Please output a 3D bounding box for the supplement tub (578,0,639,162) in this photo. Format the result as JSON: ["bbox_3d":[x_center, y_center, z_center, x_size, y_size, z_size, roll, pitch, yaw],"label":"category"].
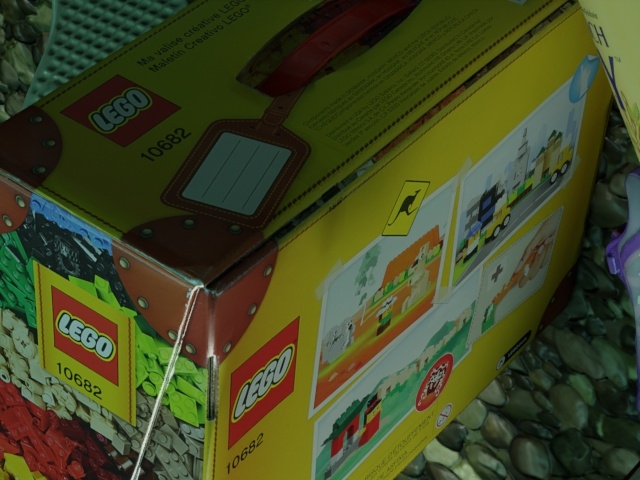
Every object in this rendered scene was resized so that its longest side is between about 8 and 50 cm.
[{"bbox_3d":[0.273,-0.174,1.095,0.241,0.241,0.331,-5,115,46],"label":"supplement tub"}]

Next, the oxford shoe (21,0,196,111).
[{"bbox_3d":[-0.151,-0.135,1.471,0.169,0.449,0.130,-13,142,9],"label":"oxford shoe"}]

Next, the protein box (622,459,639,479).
[{"bbox_3d":[0.332,0.239,1.391,0.200,0.201,0.136,50,142,2],"label":"protein box"}]

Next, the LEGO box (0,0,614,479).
[{"bbox_3d":[0.000,0.000,1.290,0.193,0.500,0.372,29,136,25],"label":"LEGO box"}]

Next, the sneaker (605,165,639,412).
[{"bbox_3d":[0.267,0.034,1.391,0.104,0.095,0.236,29,132,36],"label":"sneaker"}]
